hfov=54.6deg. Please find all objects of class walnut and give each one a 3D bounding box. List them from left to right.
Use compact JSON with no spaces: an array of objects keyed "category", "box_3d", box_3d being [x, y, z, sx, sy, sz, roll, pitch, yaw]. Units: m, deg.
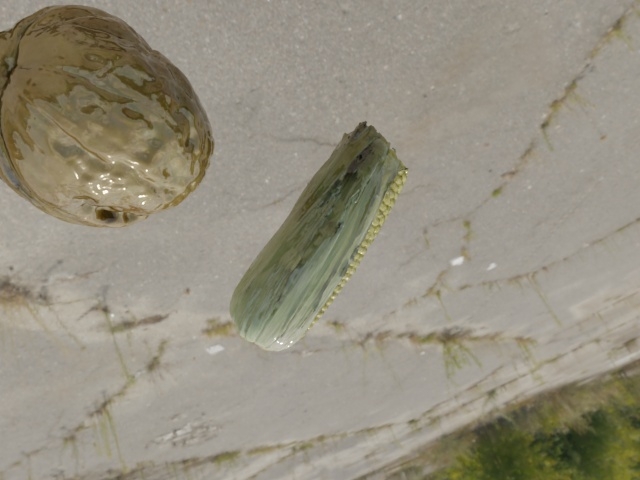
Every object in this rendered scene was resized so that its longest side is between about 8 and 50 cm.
[{"category":"walnut","box_3d":[-0.161,-0.085,0.465,0.156,0.155,0.184,-28,155,10]}]

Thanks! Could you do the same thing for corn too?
[{"category":"corn","box_3d":[-0.004,-0.002,0.785,0.305,0.122,0.123,-57,163,2]}]
